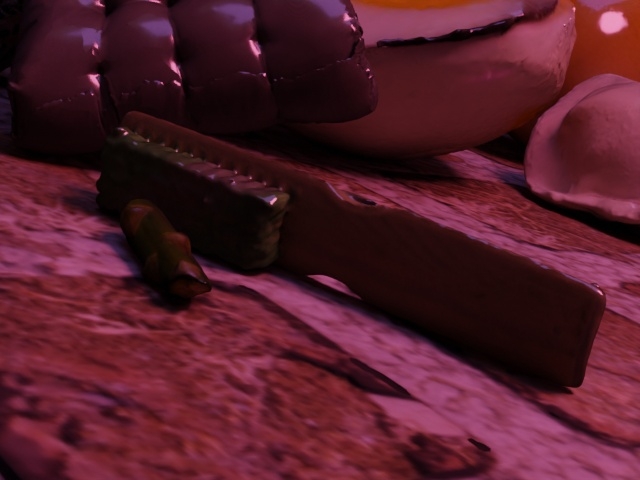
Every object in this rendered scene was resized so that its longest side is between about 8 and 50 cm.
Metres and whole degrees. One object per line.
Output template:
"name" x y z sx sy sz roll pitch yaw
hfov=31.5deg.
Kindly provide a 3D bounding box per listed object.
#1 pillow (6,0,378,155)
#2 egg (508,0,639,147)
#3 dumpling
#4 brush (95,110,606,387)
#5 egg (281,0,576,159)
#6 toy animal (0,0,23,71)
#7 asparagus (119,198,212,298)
"pillow" -0.088 -0.181 0.786 0.228 0.101 0.326 -9 38 -1
"egg" 0.298 -0.206 1.254 0.250 0.250 0.322 21 24 22
"dumpling" 0.265 -0.065 0.974 0.151 0.124 0.229 -31 41 -15
"brush" 0.000 0.000 0.560 0.282 0.054 0.048 22 25 25
"egg" 0.062 -0.173 0.980 0.337 0.201 0.337 -4 36 3
"toy animal" -0.251 -0.171 0.862 0.137 0.098 0.098 -7 19 -10
"asparagus" -0.073 0.005 0.526 0.025 0.021 0.108 3 18 -25
